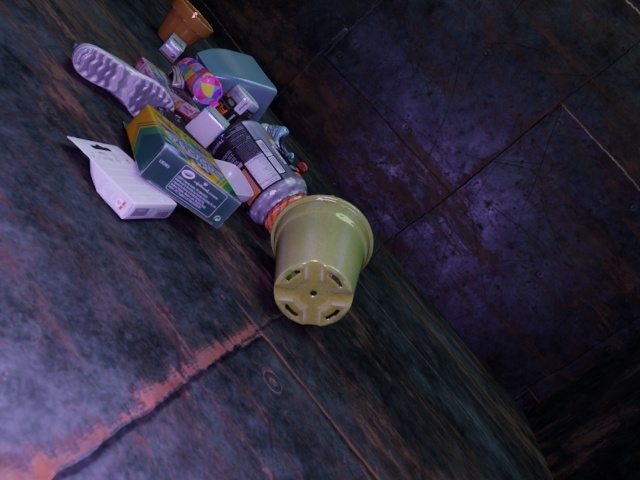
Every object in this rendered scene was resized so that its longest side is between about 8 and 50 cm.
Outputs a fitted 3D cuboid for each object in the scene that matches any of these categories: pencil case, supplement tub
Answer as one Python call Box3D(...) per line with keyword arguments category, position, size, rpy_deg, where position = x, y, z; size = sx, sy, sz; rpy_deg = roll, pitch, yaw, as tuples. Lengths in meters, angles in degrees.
Box3D(category="pencil case", position=(-0.396, -0.513, 1.604), size=(0.104, 0.104, 0.236), rpy_deg=(37, 9, -45))
Box3D(category="supplement tub", position=(-0.170, -0.180, 1.456), size=(0.316, 0.194, 0.194), rpy_deg=(54, 13, 17))
Box3D(category="supplement tub", position=(-0.317, -0.440, 1.730), size=(0.117, 0.190, 0.117), rpy_deg=(46, 12, -12))

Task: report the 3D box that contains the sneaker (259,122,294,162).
Box3D(category="sneaker", position=(-0.151, -0.251, 1.666), size=(0.110, 0.122, 0.282), rpy_deg=(-61, 148, -77))

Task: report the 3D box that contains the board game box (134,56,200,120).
Box3D(category="board game box", position=(-0.490, -0.486, 1.602), size=(0.146, 0.045, 0.193), rpy_deg=(55, 13, 26))

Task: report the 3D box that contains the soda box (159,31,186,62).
Box3D(category="soda box", position=(-0.618, -0.810, 2.080), size=(0.074, 0.069, 0.216), rpy_deg=(43, 13, -27))

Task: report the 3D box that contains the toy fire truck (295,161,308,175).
Box3D(category="toy fire truck", position=(-0.122, -0.259, 2.002), size=(0.047, 0.192, 0.135), rpy_deg=(50, -16, -2))

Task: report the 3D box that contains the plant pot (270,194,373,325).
Box3D(category="plant pot", position=(-0.008, 0.065, 1.219), size=(0.276, 0.276, 0.253), rpy_deg=(45, 25, -19))

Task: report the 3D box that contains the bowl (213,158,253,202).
Box3D(category="bowl", position=(-0.261, -0.152, 1.314), size=(0.142, 0.053, 0.142), rpy_deg=(4, 43, -45))

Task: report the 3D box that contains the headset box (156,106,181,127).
Box3D(category="headset box", position=(-0.398, -0.290, 1.269), size=(0.032, 0.083, 0.062), rpy_deg=(16, -3, 26))

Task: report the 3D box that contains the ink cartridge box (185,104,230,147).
Box3D(category="ink cartridge box", position=(-0.360, -0.372, 1.603), size=(0.090, 0.092, 0.143), rpy_deg=(46, 13, -16))

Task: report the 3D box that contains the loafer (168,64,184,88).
Box3D(category="loafer", position=(-0.469, -0.526, 1.589), size=(0.039, 0.045, 0.125), rpy_deg=(-7, 45, -29))

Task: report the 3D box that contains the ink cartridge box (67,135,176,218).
Box3D(category="ink cartridge box", position=(-0.372, -0.112, 0.921), size=(0.179, 0.045, 0.145), rpy_deg=(41, 11, 8))

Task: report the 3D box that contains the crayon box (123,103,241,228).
Box3D(category="crayon box", position=(-0.314, -0.179, 1.099), size=(0.203, 0.083, 0.323), rpy_deg=(39, 7, -39))

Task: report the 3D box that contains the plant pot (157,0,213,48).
Box3D(category="plant pot", position=(-0.619, -0.951, 2.221), size=(0.205, 0.188, 0.205), rpy_deg=(47, 12, -14))

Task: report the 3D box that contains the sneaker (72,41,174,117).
Box3D(category="sneaker", position=(-0.479, -0.395, 1.227), size=(0.115, 0.105, 0.281), rpy_deg=(51, 7, 39))

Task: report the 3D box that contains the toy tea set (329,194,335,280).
Box3D(category="toy tea set", position=(0.000, 0.000, 1.520), size=(0.124, 0.200, 0.336), rpy_deg=(49, 15, -40))

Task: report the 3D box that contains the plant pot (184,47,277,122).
Box3D(category="plant pot", position=(-0.365, -0.563, 1.845), size=(0.252, 0.247, 0.247), rpy_deg=(6, 43, -49))
